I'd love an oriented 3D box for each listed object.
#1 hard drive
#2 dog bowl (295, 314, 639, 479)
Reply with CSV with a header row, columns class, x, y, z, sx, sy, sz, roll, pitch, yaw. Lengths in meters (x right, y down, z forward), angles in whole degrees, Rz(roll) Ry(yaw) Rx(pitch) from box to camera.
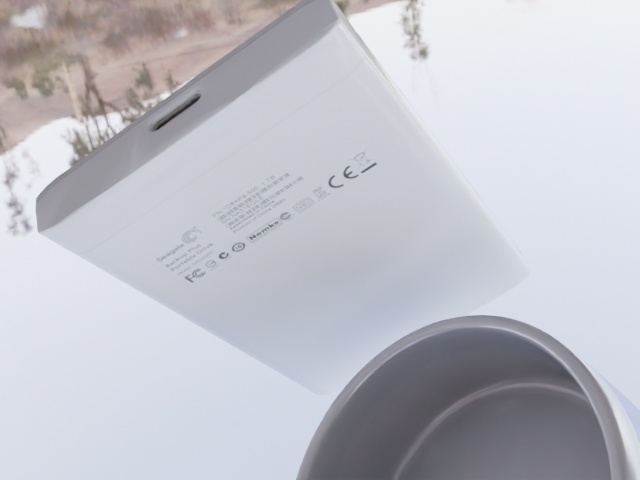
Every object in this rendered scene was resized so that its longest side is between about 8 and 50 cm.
class,x,y,z,sx,sy,sz,roll,pitch,yaw
hard drive,0.000,0.000,0.623,0.233,0.353,0.047,-32,-130,14
dog bowl,0.104,0.191,0.549,0.265,0.104,0.265,-30,-138,31
